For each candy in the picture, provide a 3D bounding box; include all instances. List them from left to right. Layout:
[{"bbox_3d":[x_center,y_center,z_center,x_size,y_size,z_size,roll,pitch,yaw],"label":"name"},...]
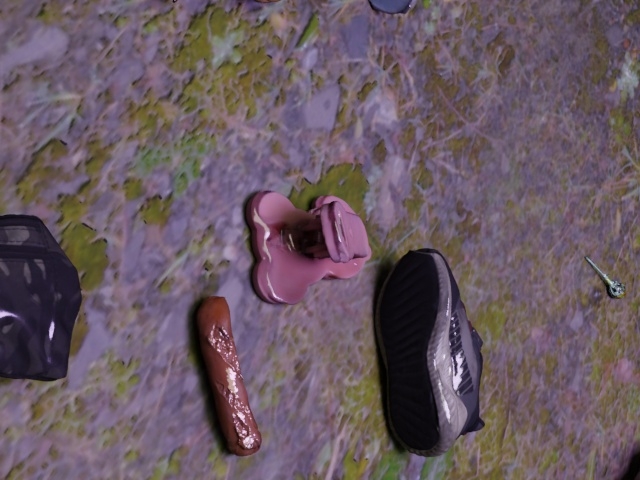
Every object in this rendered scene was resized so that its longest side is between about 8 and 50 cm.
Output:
[{"bbox_3d":[0.397,0.050,1.448,0.083,0.023,0.025,45,61,-11],"label":"candy"}]

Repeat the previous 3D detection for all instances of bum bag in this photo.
[{"bbox_3d":[-0.330,0.052,0.768,0.341,0.095,0.144,-3,66,-43],"label":"bum bag"}]

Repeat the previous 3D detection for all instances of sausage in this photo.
[{"bbox_3d":[-0.090,0.129,0.993,0.036,0.042,0.157,-14,85,2],"label":"sausage"}]

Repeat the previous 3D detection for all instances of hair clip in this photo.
[{"bbox_3d":[-0.011,0.002,1.099,0.138,0.102,0.123,1,78,-74],"label":"hair clip"}]

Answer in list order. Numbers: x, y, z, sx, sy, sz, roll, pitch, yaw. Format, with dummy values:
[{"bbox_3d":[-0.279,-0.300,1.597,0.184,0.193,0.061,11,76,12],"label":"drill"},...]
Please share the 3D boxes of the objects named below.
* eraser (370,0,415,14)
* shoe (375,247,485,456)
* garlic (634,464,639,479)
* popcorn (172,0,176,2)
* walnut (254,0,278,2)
[{"bbox_3d":[0.113,-0.403,1.278,0.227,0.081,0.174,-47,114,-39],"label":"eraser"},{"bbox_3d":[0.132,0.124,1.153,0.112,0.099,0.227,9,77,-46],"label":"shoe"},{"bbox_3d":[0.519,0.389,1.313,0.245,0.253,0.245,3,86,-42],"label":"garlic"},{"bbox_3d":[-0.147,-0.325,0.984,0.168,0.174,0.195,-43,113,-53],"label":"popcorn"},{"bbox_3d":[-0.055,-0.299,1.107,0.096,0.083,0.079,-69,150,-46],"label":"walnut"}]
